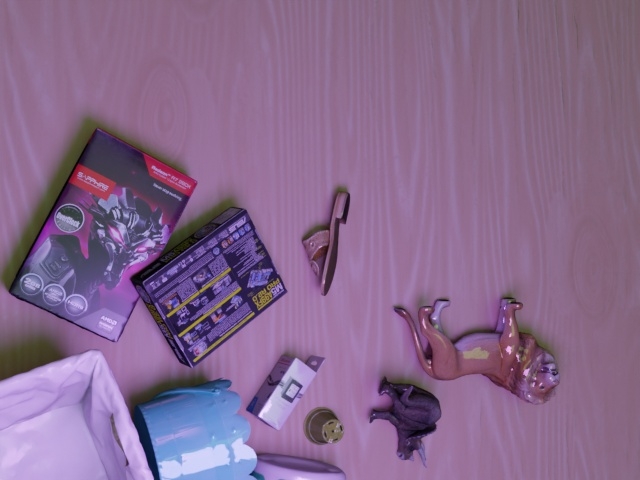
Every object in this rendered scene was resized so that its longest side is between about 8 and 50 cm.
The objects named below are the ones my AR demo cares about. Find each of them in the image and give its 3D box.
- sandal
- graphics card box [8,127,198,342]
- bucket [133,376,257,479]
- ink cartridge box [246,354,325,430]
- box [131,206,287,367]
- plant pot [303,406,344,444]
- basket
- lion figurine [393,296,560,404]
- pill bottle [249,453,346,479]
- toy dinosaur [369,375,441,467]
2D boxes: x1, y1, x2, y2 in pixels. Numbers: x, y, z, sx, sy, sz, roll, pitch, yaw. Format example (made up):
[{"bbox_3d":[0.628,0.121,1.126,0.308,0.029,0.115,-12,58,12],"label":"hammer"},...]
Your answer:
[{"bbox_3d":[0.001,0.002,1.904,0.079,0.088,0.240,11,75,13],"label":"sandal"},{"bbox_3d":[-0.430,-0.010,1.728,0.232,0.094,0.371,29,79,-17],"label":"graphics card box"},{"bbox_3d":[-0.247,0.415,1.680,0.183,0.281,0.281,-9,90,-22],"label":"bucket"},{"bbox_3d":[-0.074,0.305,1.832,0.060,0.104,0.180,37,75,-13],"label":"ink cartridge box"},{"bbox_3d":[-0.220,0.092,1.764,0.270,0.060,0.216,-39,117,-26],"label":"box"},{"bbox_3d":[0.014,0.407,1.871,0.083,0.079,0.083,1,87,-19],"label":"plant pot"},{"bbox_3d":[-0.497,0.420,1.543,0.331,0.266,0.328,-19,75,-24],"label":"basket"},{"bbox_3d":[0.358,0.259,1.989,0.392,0.142,0.240,0,95,-6],"label":"lion figurine"},{"bbox_3d":[-0.072,0.635,1.762,0.204,0.204,0.361,12,84,-19],"label":"pill bottle"},{"bbox_3d":[0.200,0.360,1.876,0.160,0.314,0.121,19,53,5],"label":"toy dinosaur"}]
